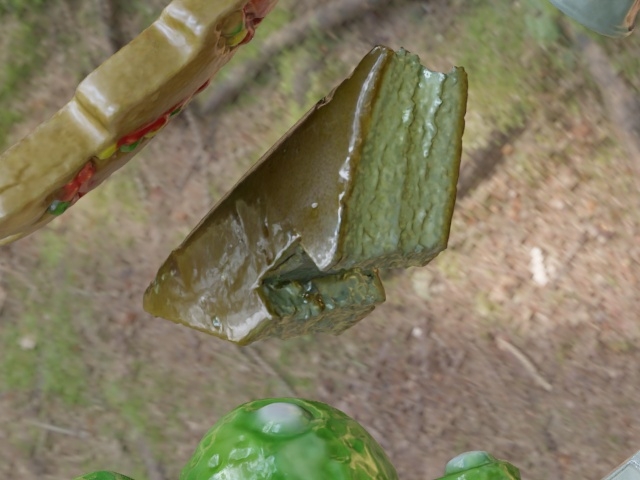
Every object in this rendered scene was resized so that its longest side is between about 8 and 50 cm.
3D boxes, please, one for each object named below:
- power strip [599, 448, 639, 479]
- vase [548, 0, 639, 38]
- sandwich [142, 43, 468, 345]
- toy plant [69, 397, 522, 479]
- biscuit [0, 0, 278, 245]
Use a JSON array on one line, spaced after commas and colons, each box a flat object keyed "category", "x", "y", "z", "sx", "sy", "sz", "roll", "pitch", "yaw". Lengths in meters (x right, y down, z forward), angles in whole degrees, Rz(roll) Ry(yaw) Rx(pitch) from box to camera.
[{"category": "power strip", "x": 0.222, "y": 0.210, "z": 1.317, "sx": 0.060, "sy": 0.253, "sz": 0.027, "roll": 47, "pitch": 60, "yaw": 8}, {"category": "vase", "x": 0.256, "y": -0.288, "z": 1.036, "sx": 0.360, "sy": 0.165, "sz": 0.165, "roll": -50, "pitch": 59, "yaw": 27}, {"category": "sandwich", "x": 0.000, "y": 0.000, "z": 0.986, "sx": 0.244, "sy": 0.090, "sz": 0.088, "roll": -46, "pitch": 55, "yaw": 36}, {"category": "toy plant", "x": 0.020, "y": 0.210, "z": 0.746, "sx": 0.224, "sy": 0.184, "sz": 0.316, "roll": -19, "pitch": 69, "yaw": -14}, {"category": "biscuit", "x": -0.087, "y": -0.078, "z": 0.901, "sx": 0.238, "sy": 0.212, "sz": 0.041, "roll": -41, "pitch": 90, "yaw": 19}]
